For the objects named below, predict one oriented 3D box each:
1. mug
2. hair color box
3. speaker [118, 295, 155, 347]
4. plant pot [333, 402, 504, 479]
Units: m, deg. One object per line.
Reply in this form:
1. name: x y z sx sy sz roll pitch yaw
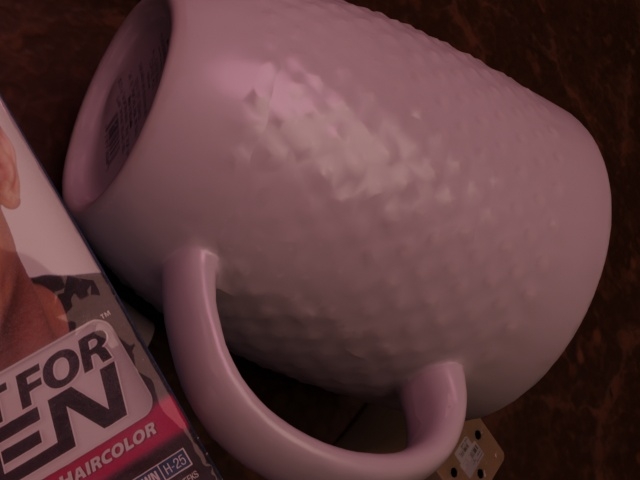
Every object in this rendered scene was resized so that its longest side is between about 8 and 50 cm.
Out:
1. mug: 0.000 0.000 0.669 0.328 0.276 0.374 22 46 -29
2. hair color box: -0.219 0.038 0.557 0.174 0.105 0.347 -31 97 -15
3. speaker: -0.184 0.040 0.663 0.136 0.055 0.055 43 52 -23
4. plant pot: 0.091 0.188 0.823 0.109 0.096 0.109 55 49 -12
